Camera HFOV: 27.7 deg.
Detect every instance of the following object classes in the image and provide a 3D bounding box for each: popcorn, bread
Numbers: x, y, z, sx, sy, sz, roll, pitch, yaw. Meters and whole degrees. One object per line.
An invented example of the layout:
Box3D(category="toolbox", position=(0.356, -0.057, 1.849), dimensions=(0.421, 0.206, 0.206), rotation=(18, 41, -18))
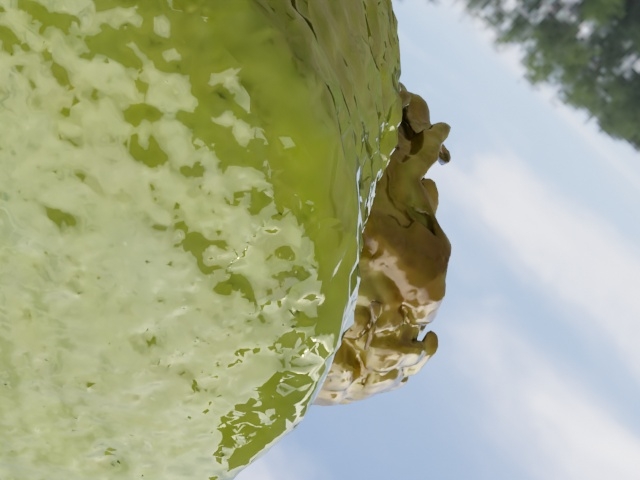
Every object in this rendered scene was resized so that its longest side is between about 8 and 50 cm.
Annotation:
Box3D(category="popcorn", position=(0.000, 0.000, 0.936), dimensions=(0.190, 0.250, 0.250), rotation=(17, -151, -23))
Box3D(category="bread", position=(-0.123, -0.064, 0.653), dimensions=(0.348, 0.348, 0.308), rotation=(41, -149, -6))
